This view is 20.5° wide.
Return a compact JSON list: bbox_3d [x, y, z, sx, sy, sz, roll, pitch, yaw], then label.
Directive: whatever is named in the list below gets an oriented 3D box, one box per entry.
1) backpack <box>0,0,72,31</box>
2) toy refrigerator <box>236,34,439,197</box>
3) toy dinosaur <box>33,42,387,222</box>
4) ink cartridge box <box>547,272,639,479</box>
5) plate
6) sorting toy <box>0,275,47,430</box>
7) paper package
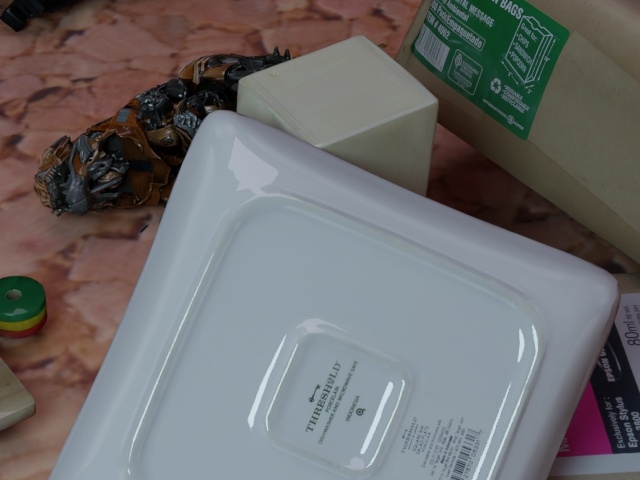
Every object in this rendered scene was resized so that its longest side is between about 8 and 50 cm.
[{"bbox_3d":[-0.218,-0.368,1.709,0.263,0.276,0.213,-10,27,-19],"label":"backpack"},{"bbox_3d":[0.000,0.000,1.211,0.102,0.269,0.094,-23,49,-27],"label":"toy refrigerator"},{"bbox_3d":[-0.074,-0.103,1.454,0.322,0.164,0.218,-47,39,-18],"label":"toy dinosaur"},{"bbox_3d":[0.177,0.127,1.209,0.193,0.088,0.234,-2,39,-7],"label":"ink cartridge box"},{"bbox_3d":[0.009,0.095,1.040,0.278,0.045,0.277,23,84,-2],"label":"plate"},{"bbox_3d":[-0.294,0.120,1.235,0.274,0.046,0.132,-23,45,-28],"label":"sorting toy"},{"bbox_3d":[0.271,-0.124,1.395,0.309,0.168,0.325,-4,34,-42],"label":"paper package"}]
